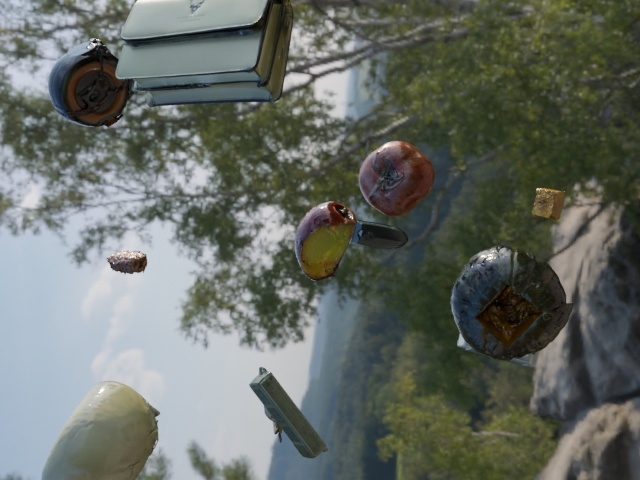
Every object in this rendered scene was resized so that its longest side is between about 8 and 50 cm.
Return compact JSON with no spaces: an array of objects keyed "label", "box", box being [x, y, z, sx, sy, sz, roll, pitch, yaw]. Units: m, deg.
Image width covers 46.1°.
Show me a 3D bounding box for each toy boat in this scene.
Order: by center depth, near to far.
[{"label":"toy boat","box":[0.140,-0.010,1.702,0.060,0.141,0.055,-140,62,-64]}]

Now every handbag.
[{"label":"handbag","box":[-0.254,-0.438,1.659,0.160,0.359,0.236,45,-129,-60]}]

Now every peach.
[{"label":"peach","box":[0.001,-0.006,2.310,0.154,0.159,0.267,-89,15,-48]}]

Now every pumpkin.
[{"label":"pumpkin","box":[0.610,-0.096,2.002,0.074,0.054,0.083,24,108,53]},{"label":"pumpkin","box":[0.504,0.172,2.026,0.192,0.321,0.320,-49,-32,-68]}]

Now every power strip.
[{"label":"power strip","box":[-0.084,0.436,1.883,0.052,0.272,0.078,-40,8,-28]}]

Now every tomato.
[{"label":"tomato","box":[0.233,-0.190,2.302,0.189,0.232,0.231,17,-100,-61]}]

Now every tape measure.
[{"label":"tape measure","box":[-0.605,-0.408,1.988,0.223,0.135,0.202,-53,-45,-11]}]

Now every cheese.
[{"label":"cheese","box":[-0.145,0.542,2.398,0.156,0.064,0.250,-103,4,-57]}]

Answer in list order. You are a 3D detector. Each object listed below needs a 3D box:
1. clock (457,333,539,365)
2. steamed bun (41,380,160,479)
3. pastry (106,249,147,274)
[{"label":"clock","box":[0.607,0.276,2.465,0.116,0.262,0.231,119,168,-82]},{"label":"steamed bun","box":[-0.583,0.569,2.028,0.333,0.233,0.312,-63,1,31]},{"label":"pastry","box":[-0.604,0.072,2.354,0.087,0.169,0.063,-27,-69,-38]}]
